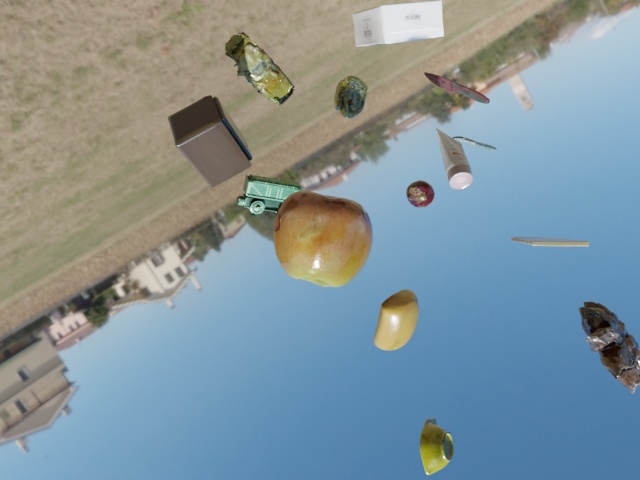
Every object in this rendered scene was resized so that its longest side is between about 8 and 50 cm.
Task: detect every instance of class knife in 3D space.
[{"bbox_3d":[0.616,-0.386,2.191,0.210,0.015,0.028,12,152,-20],"label":"knife"},{"bbox_3d":[0.410,-0.463,1.666,0.018,0.035,0.247,-23,-135,-36],"label":"knife"}]

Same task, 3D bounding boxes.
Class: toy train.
[{"bbox_3d":[-0.204,-0.178,2.237,0.270,0.154,0.115,7,-165,-19],"label":"toy train"}]

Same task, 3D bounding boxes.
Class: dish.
[{"bbox_3d":[0.412,0.709,1.899,0.080,0.149,0.207,-15,-139,34],"label":"dish"}]

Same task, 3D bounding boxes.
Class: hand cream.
[{"bbox_3d":[0.477,-0.292,1.938,0.083,0.133,0.247,-41,-141,37],"label":"hand cream"}]

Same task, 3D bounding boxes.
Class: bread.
[{"bbox_3d":[0.110,-0.515,1.981,0.064,0.118,0.156,-17,-120,64],"label":"bread"},{"bbox_3d":[0.243,0.257,1.711,0.147,0.217,0.098,-25,-133,-28],"label":"bread"}]

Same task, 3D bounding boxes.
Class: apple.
[{"bbox_3d":[0.000,0.000,1.793,0.339,0.304,0.338,13,-175,-1],"label":"apple"}]

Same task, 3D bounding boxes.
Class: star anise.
[{"bbox_3d":[0.969,0.340,1.810,0.118,0.331,0.332,-31,-174,33],"label":"star anise"}]

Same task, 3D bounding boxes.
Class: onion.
[{"bbox_3d":[0.374,-0.176,2.059,0.107,0.107,0.097,-26,-160,36],"label":"onion"}]

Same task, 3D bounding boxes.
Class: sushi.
[{"bbox_3d":[-0.229,-0.603,1.974,0.139,0.291,0.131,-50,-148,-5],"label":"sushi"}]

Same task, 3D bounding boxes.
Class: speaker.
[{"bbox_3d":[-0.358,-0.321,1.783,0.193,0.153,0.231,-27,144,4],"label":"speaker"}]

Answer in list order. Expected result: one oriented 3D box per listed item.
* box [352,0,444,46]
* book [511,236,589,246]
[{"bbox_3d":[0.244,-0.701,1.779,0.203,0.116,0.274,-12,-160,-12],"label":"box"},{"bbox_3d":[0.728,0.003,1.759,0.170,0.018,0.242,1,-177,5],"label":"book"}]
